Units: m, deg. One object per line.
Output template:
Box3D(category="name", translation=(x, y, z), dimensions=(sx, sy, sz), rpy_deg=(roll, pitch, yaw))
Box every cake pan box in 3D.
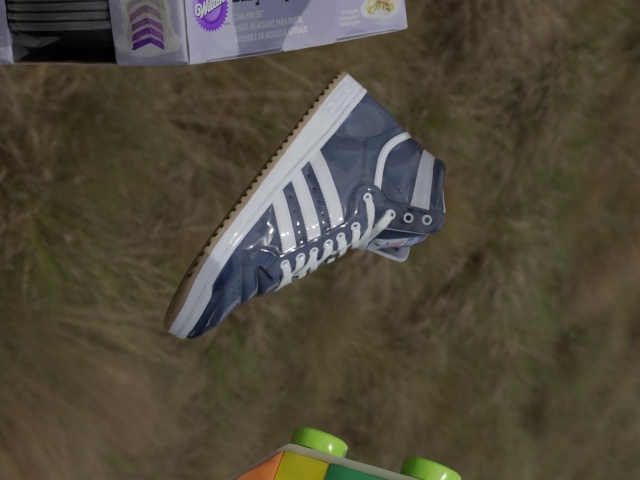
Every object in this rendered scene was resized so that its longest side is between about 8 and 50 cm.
Box3D(category="cake pan box", translation=(-0.109, -0.174, 1.017), dimensions=(0.267, 0.245, 0.070), rpy_deg=(-19, 108, -49))

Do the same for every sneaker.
Box3D(category="sneaker", translation=(0.000, 0.000, 1.142), dimensions=(0.282, 0.153, 0.099), rpy_deg=(-54, -176, -24))

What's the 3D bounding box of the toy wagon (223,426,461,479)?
Box3D(category="toy wagon", translation=(-0.028, 0.307, 1.252), dimensions=(0.068, 0.344, 0.267), rpy_deg=(49, 58, -57))
